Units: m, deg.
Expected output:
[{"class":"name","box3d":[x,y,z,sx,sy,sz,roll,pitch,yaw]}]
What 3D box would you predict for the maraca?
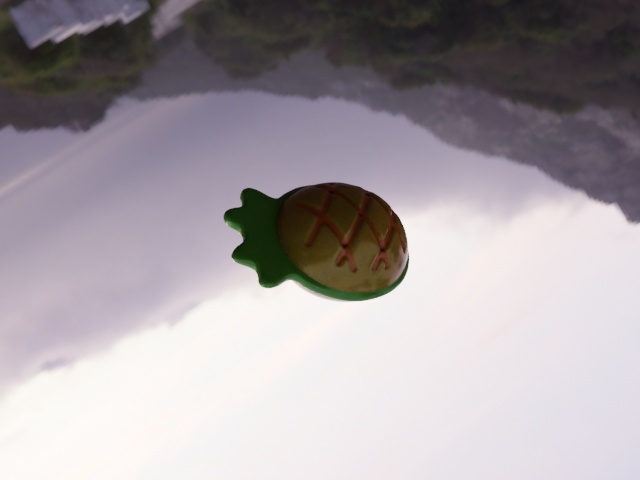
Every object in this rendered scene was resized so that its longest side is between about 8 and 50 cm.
[{"class":"maraca","box3d":[0.000,0.000,1.096,0.185,0.127,0.099,3,143,-27]}]
